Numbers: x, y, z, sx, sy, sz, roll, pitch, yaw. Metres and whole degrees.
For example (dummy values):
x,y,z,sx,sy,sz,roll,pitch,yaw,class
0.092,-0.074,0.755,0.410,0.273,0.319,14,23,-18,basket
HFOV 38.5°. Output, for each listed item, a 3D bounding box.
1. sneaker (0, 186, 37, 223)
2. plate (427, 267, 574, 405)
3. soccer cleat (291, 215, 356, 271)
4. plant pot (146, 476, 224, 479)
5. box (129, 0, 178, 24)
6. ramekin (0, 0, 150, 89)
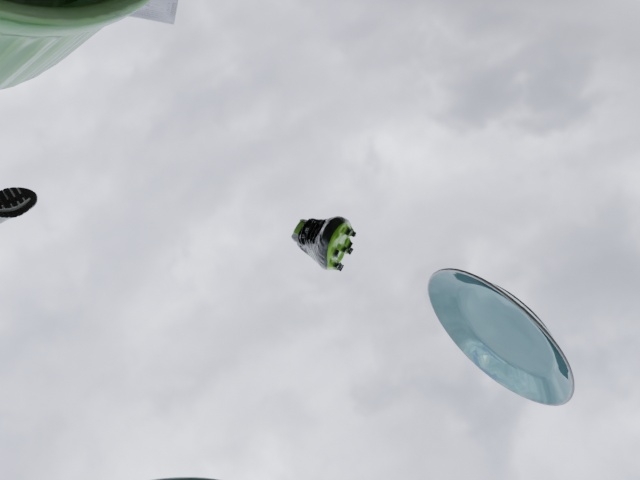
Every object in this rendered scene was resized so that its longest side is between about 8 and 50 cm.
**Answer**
x,y,z,sx,sy,sz,roll,pitch,yaw,class
-0.418,-0.040,1.186,0.109,0.040,0.044,-21,-176,-3,sneaker
0.188,0.095,0.945,0.024,0.188,0.188,-43,-132,-20,plate
0.000,0.000,1.072,0.072,0.179,0.060,29,-97,4,soccer cleat
-0.126,0.347,0.759,0.248,0.252,0.247,-44,-148,13,plant pot
-0.268,-0.432,1.283,0.127,0.231,0.262,12,-168,3,box
-0.256,-0.250,0.630,0.148,0.303,0.303,-27,-149,44,ramekin
